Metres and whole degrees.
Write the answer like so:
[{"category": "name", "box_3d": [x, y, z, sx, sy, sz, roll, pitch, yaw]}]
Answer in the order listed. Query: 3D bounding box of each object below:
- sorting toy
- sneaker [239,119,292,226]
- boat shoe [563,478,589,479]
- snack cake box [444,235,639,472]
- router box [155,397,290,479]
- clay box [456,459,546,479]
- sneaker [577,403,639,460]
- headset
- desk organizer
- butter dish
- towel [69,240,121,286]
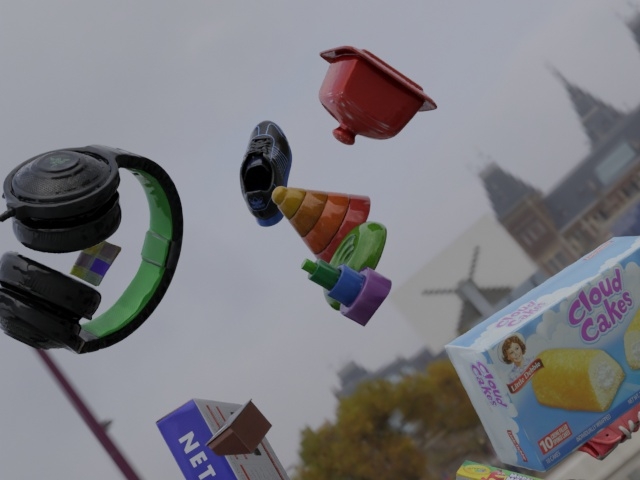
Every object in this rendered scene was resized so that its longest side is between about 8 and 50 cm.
[{"category": "sorting toy", "box_3d": [0.000, 0.000, 1.598, 0.127, 0.126, 0.365, -57, 14, 12]}, {"category": "sneaker", "box_3d": [-0.100, -0.139, 2.189, 0.081, 0.232, 0.090, -12, -39, 10]}, {"category": "boat shoe", "box_3d": [0.348, 0.403, 1.769, 0.324, 0.116, 0.123, 97, -170, -68]}, {"category": "snack cake box", "box_3d": [0.287, 0.119, 1.364, 0.264, 0.152, 0.089, -30, 10, -23]}, {"category": "router box", "box_3d": [-0.126, 0.440, 2.143, 0.082, 0.335, 0.301, -33, -17, 7]}, {"category": "clay box", "box_3d": [0.354, 0.484, 2.211, 0.053, 0.222, 0.127, -39, -48, -53]}, {"category": "sneaker", "box_3d": [0.415, 0.246, 1.749, 0.313, 0.136, 0.116, -9, -33, 3]}, {"category": "headset", "box_3d": [-0.327, 0.003, 1.409, 0.394, 0.185, 0.243, 0, -74, -56]}, {"category": "desk organizer", "box_3d": [-0.112, 0.270, 1.717, 0.047, 0.050, 0.130, -41, 0, 14]}, {"category": "butter dish", "box_3d": [0.058, -0.188, 1.716, 0.118, 0.160, 0.160, -60, 16, -5]}, {"category": "towel", "box_3d": [-0.383, 0.034, 2.093, 0.083, 0.060, 0.009, -56, 27, 8]}]
